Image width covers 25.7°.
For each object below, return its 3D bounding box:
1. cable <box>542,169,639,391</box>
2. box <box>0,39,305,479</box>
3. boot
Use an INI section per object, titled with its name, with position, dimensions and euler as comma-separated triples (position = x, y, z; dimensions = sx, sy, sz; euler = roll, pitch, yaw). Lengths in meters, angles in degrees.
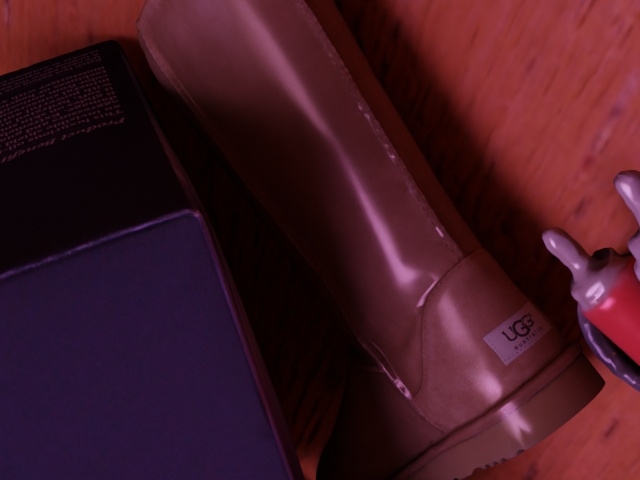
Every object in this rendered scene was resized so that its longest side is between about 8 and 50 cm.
[cable]
position = 0.199, 0.088, 0.575
dimensions = 0.287, 0.072, 0.139
euler = 55, 139, -2
[box]
position = -0.116, 0.092, 0.708
dimensions = 0.294, 0.183, 0.296
euler = -122, 14, -64
[boot]
position = 0.000, 0.000, 0.707
dimensions = 0.269, 0.089, 0.236
euler = 54, 143, 5
